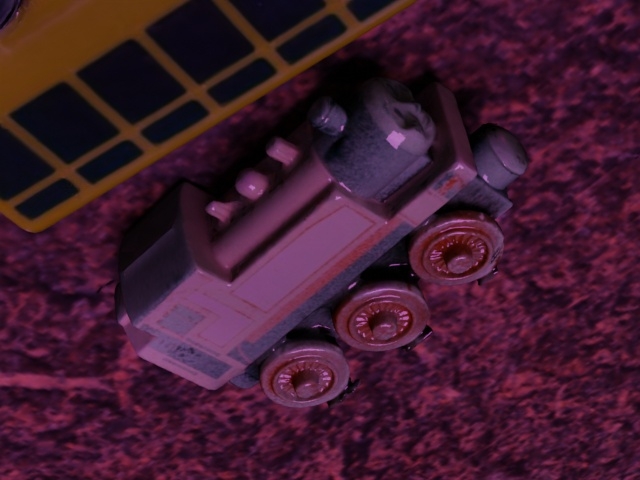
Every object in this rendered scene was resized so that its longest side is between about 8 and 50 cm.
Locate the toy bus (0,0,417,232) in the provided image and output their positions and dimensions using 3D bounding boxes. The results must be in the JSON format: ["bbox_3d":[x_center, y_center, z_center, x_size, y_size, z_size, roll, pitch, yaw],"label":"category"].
[{"bbox_3d":[-0.037,-0.128,0.451,0.262,0.128,0.150,-29,137,16],"label":"toy bus"}]

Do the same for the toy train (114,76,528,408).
[{"bbox_3d":[0.000,0.000,0.639,0.125,0.081,0.194,29,123,-34],"label":"toy train"}]
